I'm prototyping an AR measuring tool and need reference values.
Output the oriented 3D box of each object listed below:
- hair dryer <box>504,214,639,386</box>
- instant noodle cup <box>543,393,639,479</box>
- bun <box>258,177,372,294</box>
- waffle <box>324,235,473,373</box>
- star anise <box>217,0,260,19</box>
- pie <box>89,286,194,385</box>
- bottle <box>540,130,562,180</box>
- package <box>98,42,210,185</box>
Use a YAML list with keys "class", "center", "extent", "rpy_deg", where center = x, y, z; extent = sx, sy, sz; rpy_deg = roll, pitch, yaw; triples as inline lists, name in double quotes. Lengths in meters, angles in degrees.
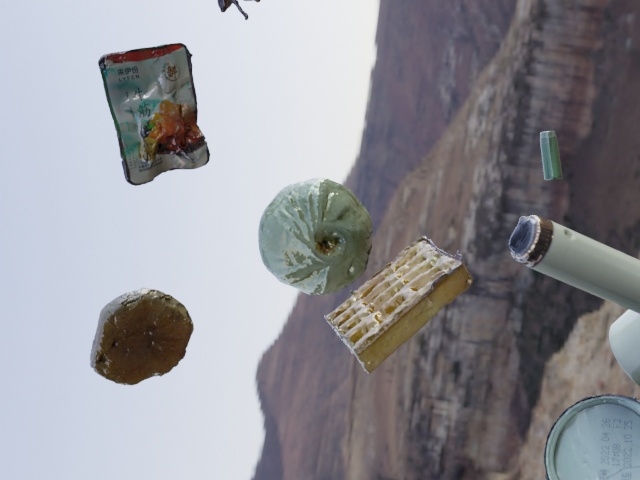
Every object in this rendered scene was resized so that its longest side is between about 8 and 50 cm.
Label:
- class: "hair dryer"
  center: [0.360, 0.051, 1.206]
  extent: [0.203, 0.362, 0.128]
  rpy_deg: [-52, 25, 38]
- class: "instant noodle cup"
  center: [0.353, 0.275, 1.203]
  extent: [0.232, 0.207, 0.207]
  rpy_deg: [41, -125, -57]
- class: "bun"
  center: [0.000, 0.000, 1.640]
  extent: [0.118, 0.195, 0.196]
  rpy_deg: [-148, 62, -62]
- class: "waffle"
  center: [0.161, 0.122, 2.147]
  extent: [0.304, 0.077, 0.348]
  rpy_deg: [-40, 12, 0]
- class: "star anise"
  center: [-0.145, -0.402, 1.632]
  extent: [0.191, 0.097, 0.070]
  rpy_deg: [58, 163, 33]
- class: "pie"
  center: [-0.313, 0.173, 1.813]
  extent: [0.046, 0.195, 0.195]
  rpy_deg: [-127, 35, -52]
- class: "bottle"
  center: [0.395, -0.146, 1.756]
  extent: [0.030, 0.030, 0.083]
  rpy_deg: [-23, -75, -83]
- class: "package"
  center: [-0.282, -0.219, 1.769]
  extent: [0.040, 0.166, 0.232]
  rpy_deg: [-171, 71, -66]
